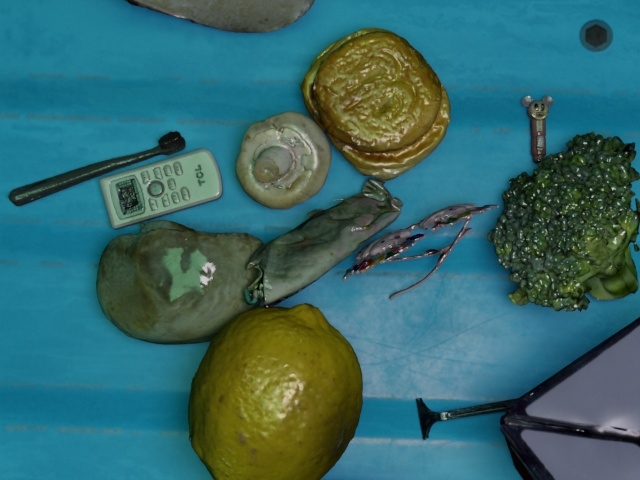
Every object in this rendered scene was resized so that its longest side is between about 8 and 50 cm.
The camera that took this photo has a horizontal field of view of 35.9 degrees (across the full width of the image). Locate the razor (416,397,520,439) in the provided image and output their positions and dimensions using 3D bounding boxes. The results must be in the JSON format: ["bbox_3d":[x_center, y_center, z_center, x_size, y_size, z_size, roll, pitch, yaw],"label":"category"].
[{"bbox_3d":[0.249,0.265,1.537,0.190,0.033,0.066,-8,85,-1],"label":"razor"}]

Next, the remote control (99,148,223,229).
[{"bbox_3d":[-0.252,-0.084,1.576,0.190,0.029,0.087,-16,85,-2],"label":"remote control"}]

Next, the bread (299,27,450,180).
[{"bbox_3d":[0.090,-0.220,1.543,0.198,0.120,0.236,-38,86,-5],"label":"bread"}]

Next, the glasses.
[{"bbox_3d":[0.154,0.016,1.500,0.255,0.162,0.095,-28,88,-2],"label":"glasses"}]

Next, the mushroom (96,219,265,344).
[{"bbox_3d":[-0.217,0.066,1.494,0.267,0.164,0.189,9,83,1],"label":"mushroom"}]

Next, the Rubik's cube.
[{"bbox_3d":[0.460,0.307,1.360,0.310,0.305,0.307,-34,59,-1],"label":"Rubik's cube"}]

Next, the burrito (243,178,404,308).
[{"bbox_3d":[0.002,0.003,1.497,0.309,0.066,0.096,-35,55,-29],"label":"burrito"}]

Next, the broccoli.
[{"bbox_3d":[0.391,-0.012,1.507,0.288,0.248,0.245,-35,127,-3],"label":"broccoli"}]

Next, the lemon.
[{"bbox_3d":[-0.067,0.238,1.437,0.253,0.253,0.310,22,89,2],"label":"lemon"}]

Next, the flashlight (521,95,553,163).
[{"bbox_3d":[0.350,-0.179,1.582,0.052,0.031,0.110,0,84,0],"label":"flashlight"}]

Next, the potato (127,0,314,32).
[{"bbox_3d":[-0.193,-0.540,1.530,0.397,0.290,0.296,6,55,-18],"label":"potato"}]

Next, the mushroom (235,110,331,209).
[{"bbox_3d":[-0.059,-0.124,1.525,0.154,0.122,0.154,5,107,17],"label":"mushroom"}]

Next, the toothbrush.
[{"bbox_3d":[-0.359,-0.114,1.581,0.297,0.030,0.030,-19,59,0],"label":"toothbrush"}]
